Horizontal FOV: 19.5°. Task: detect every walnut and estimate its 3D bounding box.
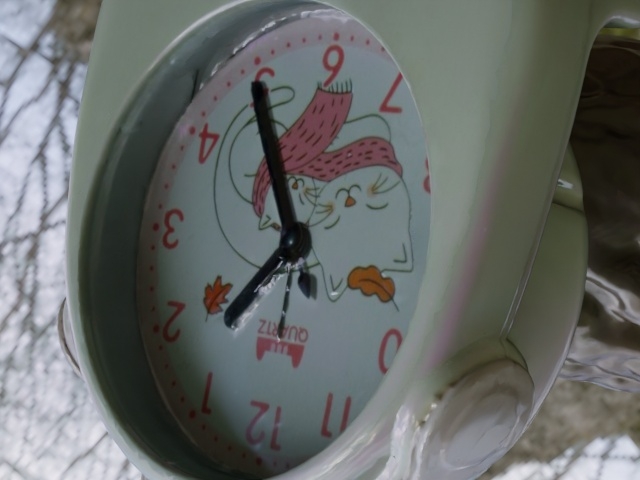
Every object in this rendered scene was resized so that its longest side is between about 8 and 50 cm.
[{"bbox_3d":[0.127,-0.017,0.908,0.230,0.178,0.178,12,-131,-12],"label":"walnut"}]

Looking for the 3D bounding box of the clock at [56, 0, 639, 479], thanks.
[{"bbox_3d":[0.000,0.000,0.819,0.108,0.265,0.324,12,-91,-47],"label":"clock"}]
